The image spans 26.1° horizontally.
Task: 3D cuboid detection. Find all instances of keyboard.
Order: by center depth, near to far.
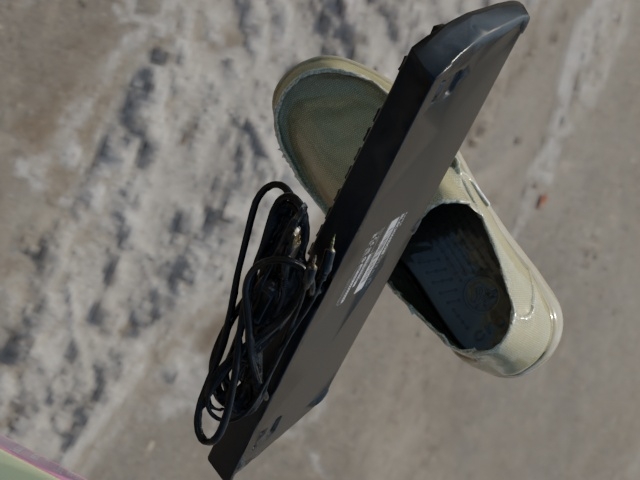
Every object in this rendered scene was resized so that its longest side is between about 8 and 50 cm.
[{"bbox_3d":[0.000,0.000,0.473,0.100,0.038,0.192,-33,154,-54],"label":"keyboard"}]

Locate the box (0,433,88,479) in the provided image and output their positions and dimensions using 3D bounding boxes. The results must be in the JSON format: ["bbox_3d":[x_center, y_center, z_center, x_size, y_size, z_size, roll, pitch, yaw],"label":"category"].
[{"bbox_3d":[-0.246,0.228,0.882,0.214,0.243,0.117,-63,-175,-10],"label":"box"}]

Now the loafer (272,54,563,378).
[{"bbox_3d":[0.063,-0.022,0.930,0.102,0.268,0.092,-43,170,8],"label":"loafer"}]
